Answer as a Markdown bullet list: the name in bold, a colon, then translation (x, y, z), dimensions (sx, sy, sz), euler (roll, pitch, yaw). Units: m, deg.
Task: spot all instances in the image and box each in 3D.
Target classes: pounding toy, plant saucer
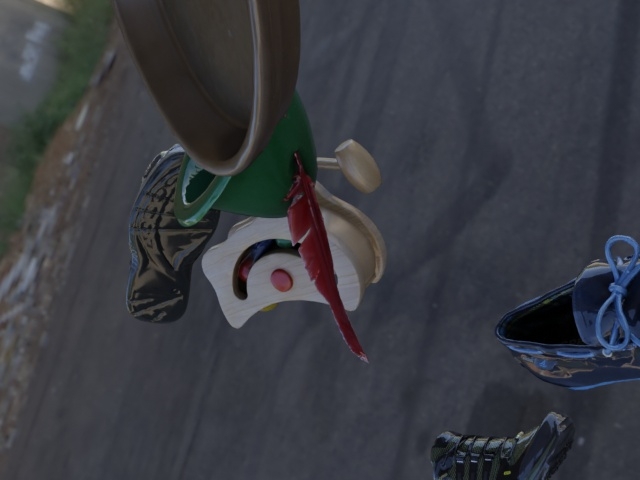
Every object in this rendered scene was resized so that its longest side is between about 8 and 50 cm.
- **pounding toy**: translation (0.000, 0.000, 1.456), dimensions (0.269, 0.154, 0.155), euler (-34, 8, 40)
- **plant saucer**: translation (-0.081, -0.175, 0.737), dimensions (0.278, 0.041, 0.278), euler (50, 150, 42)

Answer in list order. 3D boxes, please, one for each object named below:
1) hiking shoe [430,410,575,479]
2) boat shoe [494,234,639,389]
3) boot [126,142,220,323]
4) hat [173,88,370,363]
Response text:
- **hiking shoe**: translation (0.173, 0.243, 1.317), dimensions (0.227, 0.114, 0.086), euler (-51, -14, 30)
- **boat shoe**: translation (0.227, 0.063, 0.950), dimensions (0.258, 0.089, 0.109), euler (-41, 30, 51)
- **boot**: translation (-0.154, -0.050, 1.289), dimensions (0.179, 0.085, 0.236), euler (-92, 16, -46)
- **hat**: translation (-0.008, -0.053, 1.027), dimensions (0.208, 0.183, 0.173), euler (-62, 20, 15)
